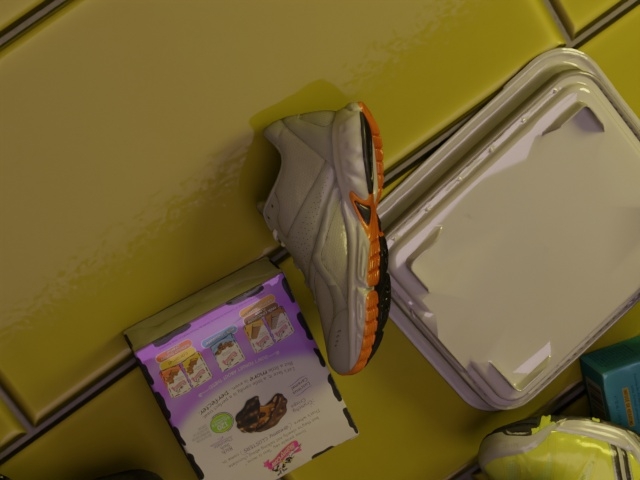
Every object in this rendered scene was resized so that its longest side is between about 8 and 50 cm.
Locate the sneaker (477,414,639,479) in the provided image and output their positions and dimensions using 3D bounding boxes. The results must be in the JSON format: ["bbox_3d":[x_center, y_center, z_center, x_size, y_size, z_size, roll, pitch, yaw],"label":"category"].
[{"bbox_3d":[0.330,0.313,1.777,0.384,0.145,0.147,31,51,-15],"label":"sneaker"}]

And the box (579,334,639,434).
[{"bbox_3d":[0.410,0.141,1.830,0.244,0.060,0.100,-18,110,-12],"label":"box"}]

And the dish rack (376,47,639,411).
[{"bbox_3d":[0.225,0.002,1.729,0.333,0.072,0.285,-42,113,-1],"label":"dish rack"}]

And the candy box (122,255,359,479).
[{"bbox_3d":[-0.078,0.142,1.671,0.165,0.070,0.196,-28,111,-9],"label":"candy box"}]

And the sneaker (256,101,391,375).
[{"bbox_3d":[0.000,0.000,1.634,0.121,0.099,0.262,-2,89,15],"label":"sneaker"}]

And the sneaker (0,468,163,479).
[{"bbox_3d":[-0.361,0.274,1.559,0.482,0.185,0.202,-6,111,-17],"label":"sneaker"}]
